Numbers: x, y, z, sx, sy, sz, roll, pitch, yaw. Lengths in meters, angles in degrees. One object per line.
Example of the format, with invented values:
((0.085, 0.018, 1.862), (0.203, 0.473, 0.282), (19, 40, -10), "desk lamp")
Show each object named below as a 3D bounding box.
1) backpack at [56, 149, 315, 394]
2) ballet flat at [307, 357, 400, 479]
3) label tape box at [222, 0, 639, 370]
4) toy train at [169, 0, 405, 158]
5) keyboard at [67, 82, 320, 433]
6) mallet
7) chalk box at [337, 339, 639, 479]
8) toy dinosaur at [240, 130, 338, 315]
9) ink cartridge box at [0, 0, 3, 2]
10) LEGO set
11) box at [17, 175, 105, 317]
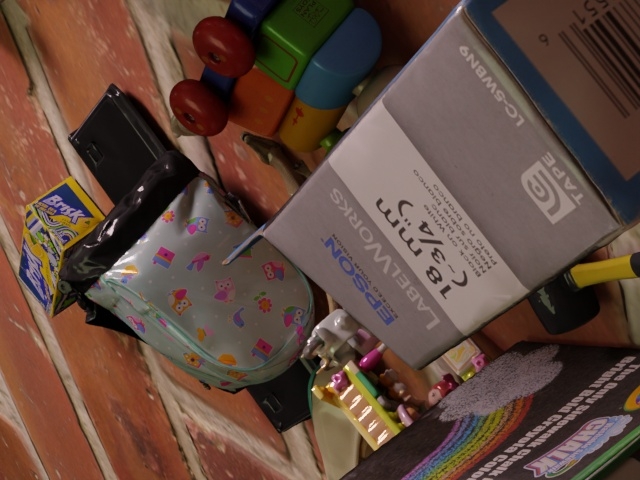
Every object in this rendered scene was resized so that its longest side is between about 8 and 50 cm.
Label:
((-0.092, 0.036, 1.479), (0.182, 0.152, 0.115), (42, 169, -3), "backpack")
((0.045, 0.197, 1.521), (0.086, 0.086, 0.248), (33, 147, 41), "ballet flat")
((0.114, -0.061, 0.848), (0.106, 0.240, 0.334), (52, 157, 3), "label tape box")
((-0.016, -0.081, 1.252), (0.143, 0.105, 0.248), (39, 155, 3), "toy train")
((-0.108, 0.026, 1.632), (0.317, 0.033, 0.201), (55, 150, 2), "keyboard")
((0.171, 0.007, 1.090), (0.062, 0.039, 0.189), (58, 151, -2), "mallet")
((0.174, 0.181, 1.126), (0.179, 0.180, 0.289), (61, 157, -14), "chalk box")
((0.000, 0.000, 1.393), (0.092, 0.053, 0.183), (-148, 36, -71), "toy dinosaur")
((-0.330, -0.327, 1.249), (0.160, 0.279, 0.385), (-32, 94, 28), "ink cartridge box")
((0.111, 0.140, 1.334), (0.287, 0.107, 0.132), (45, -171, 12), "LEGO set")
((-0.247, 0.009, 1.836), (0.059, 0.054, 0.169), (49, 155, 12), "box")
